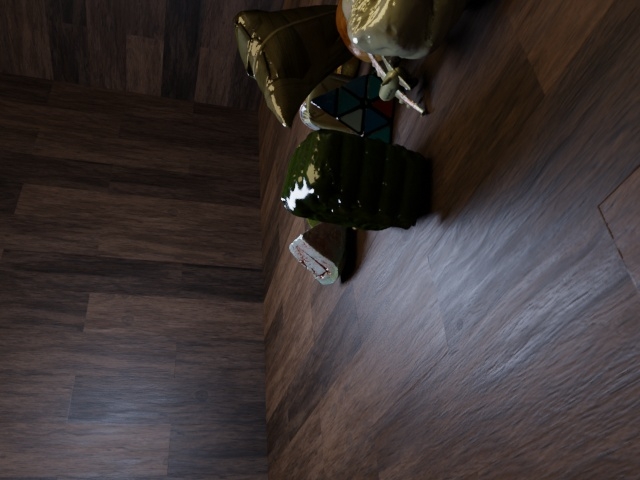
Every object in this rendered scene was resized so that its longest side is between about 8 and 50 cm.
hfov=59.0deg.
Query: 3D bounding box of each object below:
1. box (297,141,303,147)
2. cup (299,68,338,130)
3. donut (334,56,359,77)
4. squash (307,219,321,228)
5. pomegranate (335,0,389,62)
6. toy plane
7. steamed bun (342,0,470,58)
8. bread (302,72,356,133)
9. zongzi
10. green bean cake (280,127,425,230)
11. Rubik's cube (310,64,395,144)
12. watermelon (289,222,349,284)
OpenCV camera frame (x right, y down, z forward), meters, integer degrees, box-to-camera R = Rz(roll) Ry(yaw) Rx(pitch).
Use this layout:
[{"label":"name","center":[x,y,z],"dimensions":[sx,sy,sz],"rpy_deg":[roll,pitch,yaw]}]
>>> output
[{"label":"box","center":[-0.002,-0.348,2.194],"dimensions":[0.220,0.141,0.064],"rpy_deg":[176,100,-75]},{"label":"cup","center":[0.010,-0.566,2.138],"dimensions":[0.226,0.182,0.264],"rpy_deg":[59,-152,-51]},{"label":"donut","center":[0.100,-0.673,2.068],"dimensions":[0.146,0.078,0.181],"rpy_deg":[119,159,-53]},{"label":"squash","center":[-0.018,-0.170,2.095],"dimensions":[0.189,0.189,0.260],"rpy_deg":[-104,28,-51]},{"label":"pomegranate","center":[0.160,-0.601,1.542],"dimensions":[0.248,0.248,0.248],"rpy_deg":[-175,90,-75]},{"label":"toy plane","center":[0.193,-0.416,1.490],"dimensions":[0.104,0.242,0.256],"rpy_deg":[-41,-1,14]},{"label":"steamed bun","center":[0.215,-0.565,1.268],"dimensions":[0.339,0.247,0.352],"rpy_deg":[-56,33,23]},{"label":"bread","center":[0.049,-0.469,1.925],"dimensions":[0.110,0.210,0.192],"rpy_deg":[-110,29,-68]},{"label":"zongzi","center":[0.031,-0.527,1.719],"dimensions":[0.218,0.500,0.467],"rpy_deg":[103,146,-57]},{"label":"green bean cake","center":[0.083,-0.132,1.482],"dimensions":[0.319,0.335,0.218],"rpy_deg":[149,134,-74]},{"label":"Rubik's cube","center":[0.159,-0.373,1.778],"dimensions":[0.250,0.284,0.234],"rpy_deg":[61,-177,2]},{"label":"watermelon","center":[0.000,0.000,1.957],"dimensions":[0.213,0.201,0.261],"rpy_deg":[141,141,-68]}]
